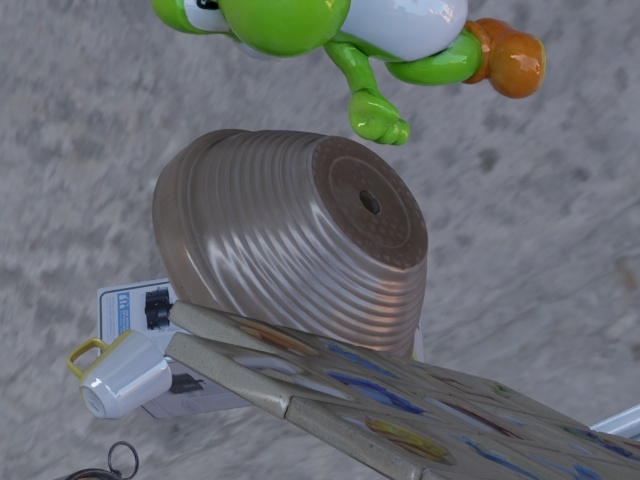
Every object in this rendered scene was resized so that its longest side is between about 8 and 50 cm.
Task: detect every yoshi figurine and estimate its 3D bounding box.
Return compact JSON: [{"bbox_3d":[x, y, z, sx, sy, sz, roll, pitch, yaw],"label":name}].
[{"bbox_3d":[0.043,-0.202,1.651,0.362,0.203,0.204,0,61,-26],"label":"yoshi figurine"}]

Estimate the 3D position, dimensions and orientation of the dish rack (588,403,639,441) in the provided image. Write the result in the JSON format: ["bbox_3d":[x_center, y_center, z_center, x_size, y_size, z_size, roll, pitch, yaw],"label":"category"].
[{"bbox_3d":[0.337,0.255,1.564,0.332,0.072,0.286,-23,102,-4],"label":"dish rack"}]

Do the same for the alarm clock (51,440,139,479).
[{"bbox_3d":[-0.218,0.272,1.852,0.129,0.064,0.192,46,47,-25],"label":"alarm clock"}]

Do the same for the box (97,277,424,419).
[{"bbox_3d":[-0.056,0.093,1.892,0.289,0.169,0.087,-9,65,11],"label":"box"}]

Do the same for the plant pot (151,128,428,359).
[{"bbox_3d":[0.000,0.000,1.425,0.237,0.109,0.237,31,37,-27],"label":"plant pot"}]

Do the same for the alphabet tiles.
[{"bbox_3d":[0.111,0.094,0.717,0.342,0.285,0.011,18,96,-51],"label":"alphabet tiles"}]

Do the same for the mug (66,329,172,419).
[{"bbox_3d":[-0.172,0.117,1.623,0.064,0.078,0.062,-38,112,-32],"label":"mug"}]
